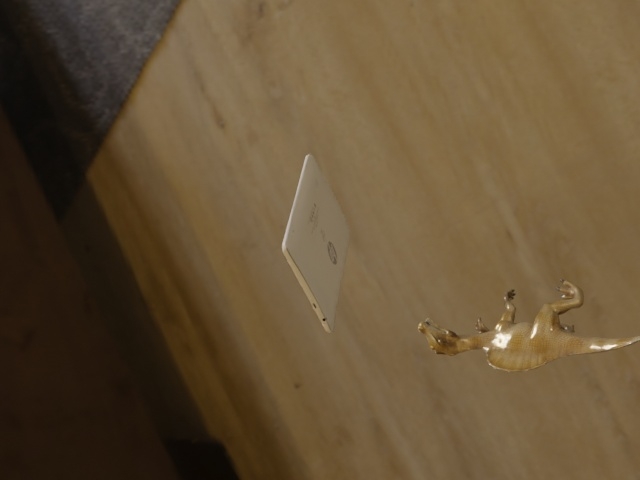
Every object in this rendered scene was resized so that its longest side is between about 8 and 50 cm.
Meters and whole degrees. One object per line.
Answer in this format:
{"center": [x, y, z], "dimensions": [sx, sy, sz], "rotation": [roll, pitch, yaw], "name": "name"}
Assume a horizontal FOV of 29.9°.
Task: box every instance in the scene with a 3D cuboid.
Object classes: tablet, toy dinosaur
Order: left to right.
{"center": [0.000, 0.000, 0.581], "dimensions": [0.006, 0.083, 0.054], "rotation": [-16, 121, 20], "name": "tablet"}
{"center": [0.168, 0.074, 0.900], "dimensions": [0.183, 0.092, 0.053], "rotation": [-2, 115, 33], "name": "toy dinosaur"}
